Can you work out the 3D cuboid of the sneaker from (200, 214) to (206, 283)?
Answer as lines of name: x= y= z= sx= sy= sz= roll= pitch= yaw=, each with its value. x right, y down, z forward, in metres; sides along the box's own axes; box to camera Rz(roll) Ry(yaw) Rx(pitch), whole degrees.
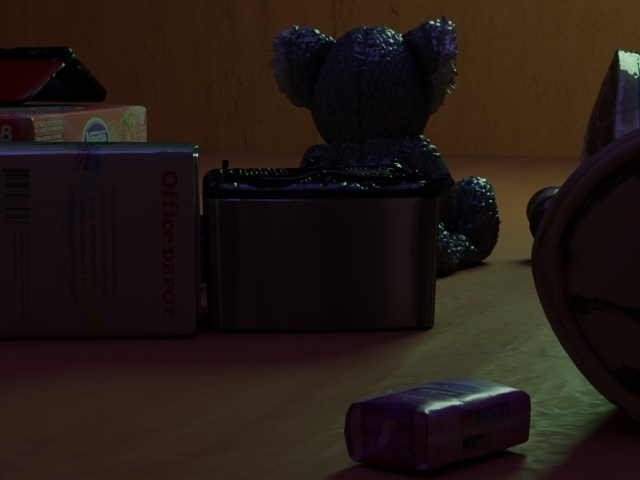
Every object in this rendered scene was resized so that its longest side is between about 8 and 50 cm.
sneaker: x=-0.185 y=0.007 z=1.388 sx=0.232 sy=0.081 sz=0.090 roll=4 pitch=0 yaw=-38

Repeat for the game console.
game console: x=-0.293 y=-0.134 z=1.629 sx=0.144 sy=0.085 sz=0.124 roll=4 pitch=-24 yaw=25

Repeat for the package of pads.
package of pads: x=0.056 y=0.086 z=0.822 sx=0.050 sy=0.032 sz=0.083 roll=2 pitch=6 yaw=42

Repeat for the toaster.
toaster: x=0.000 y=0.000 z=1.255 sx=0.168 sy=0.110 sz=0.185 roll=-1 pitch=6 yaw=-5

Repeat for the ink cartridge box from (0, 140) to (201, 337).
ink cartridge box: x=-0.170 y=-0.004 z=1.215 sx=0.176 sy=0.128 sz=0.127 roll=0 pitch=6 yaw=-2

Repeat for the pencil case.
pencil case: x=0.255 y=0.002 z=0.998 sx=0.183 sy=0.160 sz=0.410 roll=-14 pitch=0 yaw=24

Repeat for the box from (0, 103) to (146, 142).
box: x=-0.271 y=-0.050 z=1.584 sx=0.154 sy=0.142 sz=0.300 roll=2 pitch=6 yaw=13

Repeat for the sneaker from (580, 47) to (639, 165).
sneaker: x=0.306 y=-0.062 z=1.546 sx=0.121 sy=0.108 sz=0.302 roll=13 pitch=38 yaw=-6

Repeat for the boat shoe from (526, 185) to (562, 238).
boat shoe: x=0.278 y=-0.007 z=1.600 sx=0.178 sy=0.064 sz=0.060 roll=4 pitch=40 yaw=0

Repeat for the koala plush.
koala plush: x=0.048 y=-0.085 z=1.531 sx=0.196 sy=0.221 sz=0.203 roll=2 pitch=7 yaw=17
